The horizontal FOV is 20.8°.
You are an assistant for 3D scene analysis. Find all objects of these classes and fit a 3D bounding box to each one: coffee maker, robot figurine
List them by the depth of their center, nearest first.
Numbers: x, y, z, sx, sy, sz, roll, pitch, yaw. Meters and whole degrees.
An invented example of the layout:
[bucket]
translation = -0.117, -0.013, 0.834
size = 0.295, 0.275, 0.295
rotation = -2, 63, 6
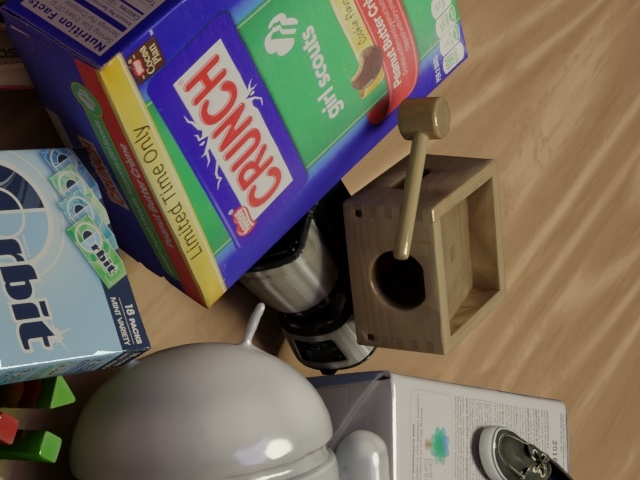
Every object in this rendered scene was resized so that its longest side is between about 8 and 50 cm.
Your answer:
[robot figurine]
translation = -0.078, 0.230, 1.310
size = 0.300, 0.200, 0.353
rotation = -11, 96, -27
[coffee maker]
translation = 0.000, 0.000, 1.482
size = 0.171, 0.120, 0.178
rotation = -55, 141, -15

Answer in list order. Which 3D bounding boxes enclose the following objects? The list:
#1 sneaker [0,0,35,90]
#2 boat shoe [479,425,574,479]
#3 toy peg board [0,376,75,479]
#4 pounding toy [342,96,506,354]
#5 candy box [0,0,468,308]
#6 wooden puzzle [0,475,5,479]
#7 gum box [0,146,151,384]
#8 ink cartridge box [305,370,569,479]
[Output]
[sneaker]
translation = -0.191, -0.163, 1.309
size = 0.170, 0.063, 0.075
rotation = -24, 113, -46
[boat shoe]
translation = 0.186, 0.201, 1.539
size = 0.142, 0.040, 0.049
rotation = 42, 51, -46
[toy peg board]
translation = -0.236, 0.074, 1.218
size = 0.160, 0.079, 0.161
rotation = 37, 58, -45
[pounding toy]
translation = 0.066, -0.019, 1.402
size = 0.181, 0.094, 0.206
rotation = -36, 126, -54
[candy box]
translation = -0.049, -0.153, 1.312
size = 0.317, 0.122, 0.268
rotation = -43, 143, -19
[wooden puzzle]
translation = -0.327, 0.238, 1.047
size = 0.322, 0.080, 0.348
rotation = 52, 58, -36
[gum box]
translation = -0.217, 0.018, 1.176
size = 0.184, 0.041, 0.157
rotation = -7, 71, -46
[ink cartridge box]
translation = 0.108, 0.272, 1.577
size = 0.395, 0.151, 0.270
rotation = 14, 73, -54
